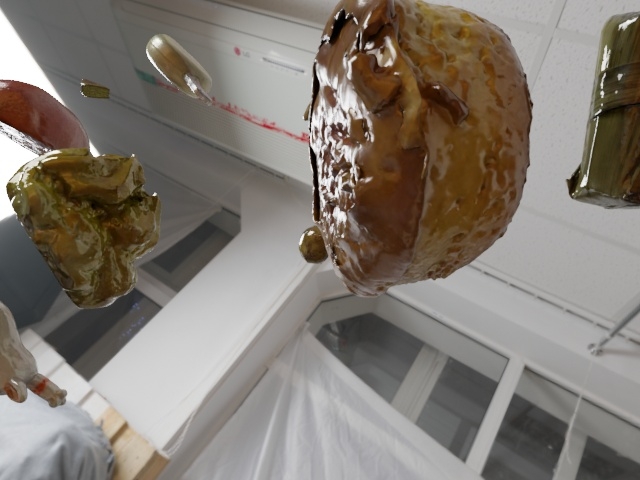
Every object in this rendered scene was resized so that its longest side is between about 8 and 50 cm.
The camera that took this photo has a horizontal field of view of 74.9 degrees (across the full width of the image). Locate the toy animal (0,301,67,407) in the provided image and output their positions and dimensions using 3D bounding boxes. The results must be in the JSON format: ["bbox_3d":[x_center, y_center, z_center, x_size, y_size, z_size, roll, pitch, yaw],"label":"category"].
[{"bbox_3d":[-0.657,0.252,0.847,0.282,0.138,0.140,60,-2,0],"label":"toy animal"}]

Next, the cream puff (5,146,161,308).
[{"bbox_3d":[-0.469,-0.036,0.891,0.324,0.257,0.291,63,-24,-8],"label":"cream puff"}]

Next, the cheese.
[{"bbox_3d":[-0.265,-0.327,0.827,0.137,0.064,0.227,32,15,-51],"label":"cheese"}]

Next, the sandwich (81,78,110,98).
[{"bbox_3d":[-0.534,-0.350,0.969,0.083,0.044,0.031,21,-60,18],"label":"sandwich"}]

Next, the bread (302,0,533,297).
[{"bbox_3d":[0.094,-0.113,0.514,0.358,0.204,0.337,108,-28,-68],"label":"bread"}]

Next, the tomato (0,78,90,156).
[{"bbox_3d":[-0.759,-0.320,1.119,0.338,0.144,0.338,24,-15,7],"label":"tomato"}]

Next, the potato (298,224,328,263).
[{"bbox_3d":[0.000,0.000,1.454,0.137,0.176,0.137,40,-18,15],"label":"potato"}]

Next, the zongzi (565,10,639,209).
[{"bbox_3d":[0.426,-0.144,0.476,0.112,0.242,0.221,-122,-148,-76],"label":"zongzi"}]
